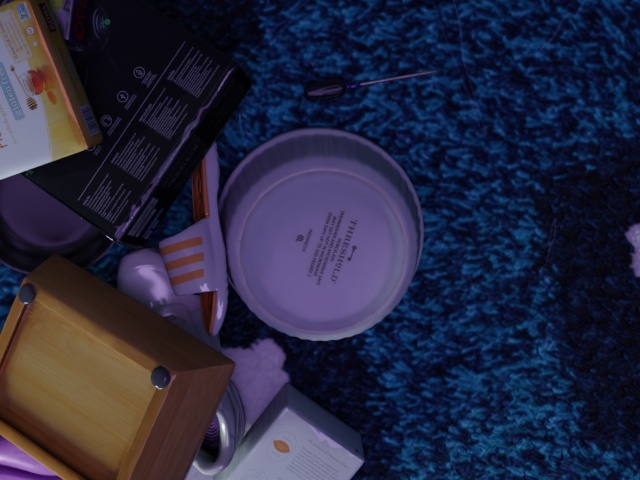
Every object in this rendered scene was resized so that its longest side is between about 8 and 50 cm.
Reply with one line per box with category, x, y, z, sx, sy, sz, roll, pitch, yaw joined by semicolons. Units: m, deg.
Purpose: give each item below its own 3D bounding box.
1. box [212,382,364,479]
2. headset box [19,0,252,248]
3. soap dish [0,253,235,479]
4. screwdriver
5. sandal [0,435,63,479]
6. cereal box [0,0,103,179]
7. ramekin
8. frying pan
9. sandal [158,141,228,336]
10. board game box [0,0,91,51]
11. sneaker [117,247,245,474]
box;-0.044;0.300;1.669;0.130;0.091;0.170;36;100;-10
headset box;-0.267;-0.169;1.475;0.283;0.131;0.246;33;89;4
soap dish;-0.271;0.180;1.515;0.290;0.118;0.229;29;99;23
screwdriver;0.062;-0.200;1.586;0.169;0.024;0.025;-14;133;-1
sandal;-0.480;0.276;1.639;0.416;0.102;0.169;-7;104;0
cereal box;-0.373;-0.148;1.374;0.240;0.047;0.173;-18;101;20
ramekin;0.000;0.000;1.578;0.272;0.127;0.273;0;104;-2
frying pan;-0.305;-0.104;1.577;0.197;0.053;0.326;33;98;-13
sandal;-0.164;-0.011;1.558;0.076;0.102;0.265;-3;80;-16
board game box;-0.343;-0.387;1.419;0.208;0.056;0.347;3;81;18
sneaker;-0.170;0.153;1.597;0.114;0.152;0.305;-22;102;5
